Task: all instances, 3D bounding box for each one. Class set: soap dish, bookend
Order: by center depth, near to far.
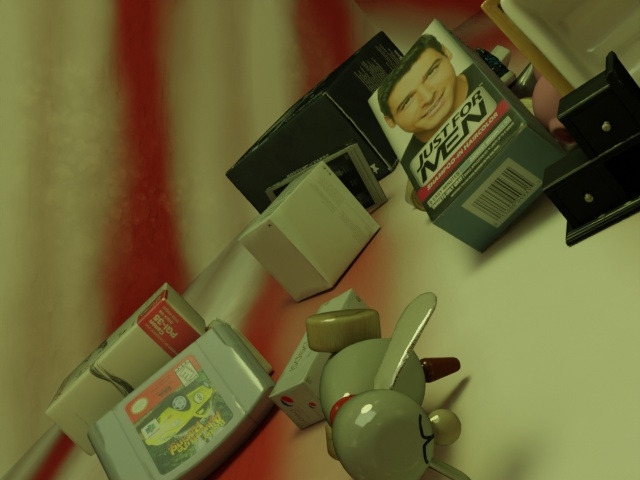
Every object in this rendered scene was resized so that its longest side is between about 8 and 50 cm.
[{"bbox_3d":[0.311,-0.102,0.809,0.156,0.157,0.072,-33,14,35],"label":"bookend"},{"bbox_3d":[0.388,-0.266,0.899,0.229,0.291,0.118,-41,-8,9],"label":"soap dish"}]

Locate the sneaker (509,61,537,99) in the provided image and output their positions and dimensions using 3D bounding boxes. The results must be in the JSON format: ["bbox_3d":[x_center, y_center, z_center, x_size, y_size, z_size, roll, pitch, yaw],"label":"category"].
[{"bbox_3d":[0.393,-0.290,1.300,0.321,0.125,0.180,-40,13,10],"label":"sneaker"}]

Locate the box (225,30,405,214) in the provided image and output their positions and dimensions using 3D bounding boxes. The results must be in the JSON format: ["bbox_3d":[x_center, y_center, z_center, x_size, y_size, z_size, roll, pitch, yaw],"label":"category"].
[{"bbox_3d":[0.041,-0.319,2.152,0.479,0.297,0.472,-32,17,40],"label":"box"}]

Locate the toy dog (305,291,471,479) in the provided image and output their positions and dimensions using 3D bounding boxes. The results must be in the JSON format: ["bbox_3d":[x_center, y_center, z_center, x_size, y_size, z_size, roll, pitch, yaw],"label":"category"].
[{"bbox_3d":[0.081,0.150,0.658,0.160,0.220,0.334,-11,20,-4],"label":"toy dog"}]

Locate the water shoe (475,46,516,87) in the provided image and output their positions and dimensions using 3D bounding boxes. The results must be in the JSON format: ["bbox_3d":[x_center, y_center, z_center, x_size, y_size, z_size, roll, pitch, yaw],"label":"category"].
[{"bbox_3d":[0.290,-0.294,1.246,0.073,0.080,0.203,-50,7,21],"label":"water shoe"}]

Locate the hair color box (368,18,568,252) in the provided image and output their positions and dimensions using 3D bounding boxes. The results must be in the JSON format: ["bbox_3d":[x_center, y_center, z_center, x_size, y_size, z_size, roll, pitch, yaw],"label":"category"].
[{"bbox_3d":[0.212,-0.177,1.097,0.185,0.113,0.375,-49,32,23],"label":"hair color box"}]

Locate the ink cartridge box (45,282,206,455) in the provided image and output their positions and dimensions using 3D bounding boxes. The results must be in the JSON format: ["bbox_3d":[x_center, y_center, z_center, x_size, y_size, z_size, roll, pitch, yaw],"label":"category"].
[{"bbox_3d":[-0.348,0.227,1.289,0.283,0.117,0.207,-44,11,-5],"label":"ink cartridge box"}]

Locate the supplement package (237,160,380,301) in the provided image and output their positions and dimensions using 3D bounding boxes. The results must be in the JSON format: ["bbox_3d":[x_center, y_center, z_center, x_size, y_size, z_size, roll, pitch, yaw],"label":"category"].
[{"bbox_3d":[-0.023,-0.017,1.491,0.203,0.194,0.149,-49,12,-35],"label":"supplement package"}]

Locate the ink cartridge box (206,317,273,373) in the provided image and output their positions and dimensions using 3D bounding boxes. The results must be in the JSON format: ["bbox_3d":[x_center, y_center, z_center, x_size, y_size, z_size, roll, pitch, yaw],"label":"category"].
[{"bbox_3d":[-0.237,0.284,1.298,0.273,0.114,0.197,-47,12,-14],"label":"ink cartridge box"}]

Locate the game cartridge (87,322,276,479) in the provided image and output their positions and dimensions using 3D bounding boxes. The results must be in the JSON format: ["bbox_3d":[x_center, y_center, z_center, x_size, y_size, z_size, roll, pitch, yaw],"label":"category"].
[{"bbox_3d":[-0.216,0.285,1.120,0.294,0.060,0.196,-40,53,-10],"label":"game cartridge"}]

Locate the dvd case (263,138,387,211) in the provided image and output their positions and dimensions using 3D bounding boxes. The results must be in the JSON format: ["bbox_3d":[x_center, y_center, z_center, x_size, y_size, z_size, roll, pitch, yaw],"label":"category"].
[{"bbox_3d":[0.014,-0.109,1.633,0.238,0.179,0.030,-27,34,7],"label":"dvd case"}]

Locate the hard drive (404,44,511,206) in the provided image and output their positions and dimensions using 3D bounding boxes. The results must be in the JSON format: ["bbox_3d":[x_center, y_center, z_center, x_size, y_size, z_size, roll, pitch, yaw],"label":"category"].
[{"bbox_3d":[0.278,-0.230,1.423,0.307,0.040,0.203,-49,-21,-27],"label":"hard drive"}]

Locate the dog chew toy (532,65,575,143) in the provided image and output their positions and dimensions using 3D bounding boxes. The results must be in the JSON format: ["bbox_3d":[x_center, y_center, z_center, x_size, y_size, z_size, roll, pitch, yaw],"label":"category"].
[{"bbox_3d":[0.417,-0.291,1.061,0.206,0.206,0.332,-19,42,62],"label":"dog chew toy"}]

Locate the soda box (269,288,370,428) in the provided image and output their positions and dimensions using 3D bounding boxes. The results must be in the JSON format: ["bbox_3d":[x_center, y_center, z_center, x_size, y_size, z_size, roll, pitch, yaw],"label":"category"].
[{"bbox_3d":[0.010,0.168,1.031,0.074,0.069,0.216,-32,16,36],"label":"soda box"}]

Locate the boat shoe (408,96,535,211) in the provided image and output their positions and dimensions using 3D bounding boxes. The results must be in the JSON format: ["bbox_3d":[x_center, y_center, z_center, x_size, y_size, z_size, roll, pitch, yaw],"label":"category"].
[{"bbox_3d":[0.259,-0.124,1.190,0.302,0.109,0.098,-33,21,40],"label":"boat shoe"}]
